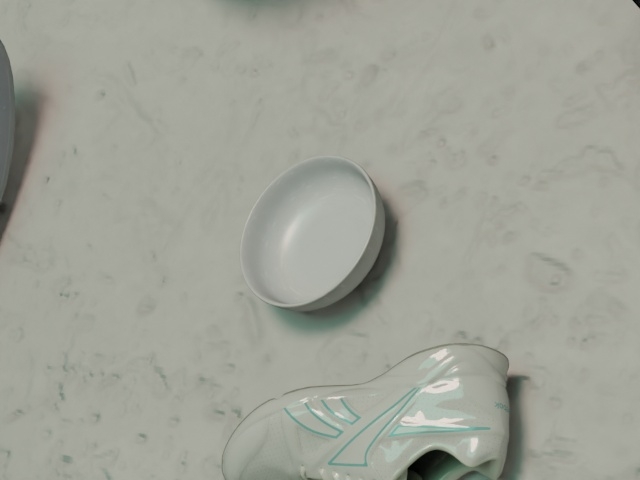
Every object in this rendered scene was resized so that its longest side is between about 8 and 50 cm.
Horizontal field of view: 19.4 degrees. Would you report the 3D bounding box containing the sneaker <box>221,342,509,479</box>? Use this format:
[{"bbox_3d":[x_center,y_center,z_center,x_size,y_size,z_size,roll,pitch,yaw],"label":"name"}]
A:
[{"bbox_3d":[0.018,0.096,0.860,0.152,0.053,0.061,-22,57,27],"label":"sneaker"}]

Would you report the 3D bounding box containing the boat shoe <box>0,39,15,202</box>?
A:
[{"bbox_3d":[-0.304,0.029,1.109,0.156,0.136,0.367,14,85,45],"label":"boat shoe"}]

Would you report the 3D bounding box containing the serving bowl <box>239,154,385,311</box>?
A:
[{"bbox_3d":[0.000,0.000,0.944,0.083,0.027,0.083,-18,55,29],"label":"serving bowl"}]

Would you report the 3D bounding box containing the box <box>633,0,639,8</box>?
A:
[{"bbox_3d":[0.237,-0.167,0.773,0.247,0.142,0.163,-43,47,12],"label":"box"}]
